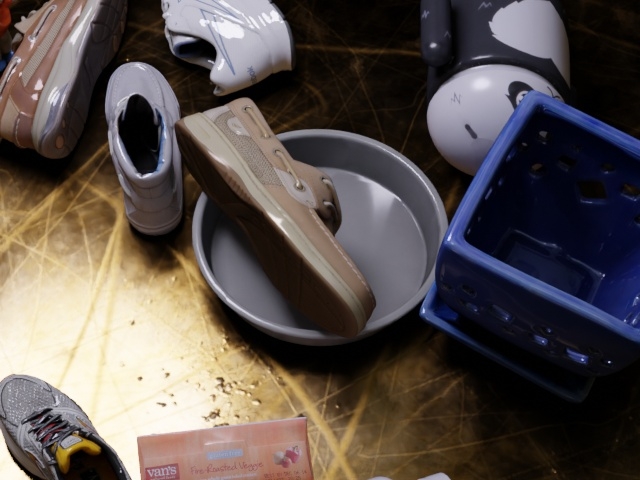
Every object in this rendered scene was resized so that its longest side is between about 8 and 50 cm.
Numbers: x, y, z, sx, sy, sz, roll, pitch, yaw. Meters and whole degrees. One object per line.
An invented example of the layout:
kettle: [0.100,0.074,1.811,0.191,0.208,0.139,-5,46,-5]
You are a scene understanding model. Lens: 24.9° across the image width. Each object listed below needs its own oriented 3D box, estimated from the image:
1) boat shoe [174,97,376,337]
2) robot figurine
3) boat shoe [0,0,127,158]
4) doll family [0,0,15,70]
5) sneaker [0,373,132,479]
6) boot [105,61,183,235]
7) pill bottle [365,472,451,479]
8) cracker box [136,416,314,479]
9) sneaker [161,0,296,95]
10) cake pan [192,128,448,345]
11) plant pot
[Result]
boat shoe: [-0.032,-0.039,1.589,0.110,0.121,0.341,-29,59,-19]
robot figurine: [0.217,-0.206,1.748,0.209,0.173,0.278,6,55,2]
boat shoe: [-0.324,-0.248,1.795,0.116,0.123,0.324,11,54,8]
doll family: [-0.480,-0.238,1.751,0.118,0.163,0.263,27,58,16]
sneaker: [-0.254,0.212,1.489,0.088,0.092,0.225,-37,63,-24]
boot: [-0.207,-0.141,1.718,0.095,0.123,0.258,-10,56,-9]
pill bottle: [0.032,0.303,1.416,0.221,0.124,0.124,-18,58,-13]
cracker box: [-0.093,0.225,1.398,0.156,0.232,0.067,-6,74,-5]
sneaker: [-0.157,-0.304,1.849,0.129,0.111,0.297,-33,61,-16]
cake pan: [0.000,0.000,1.670,0.293,0.054,0.293,1,55,-1]
plant pot: [0.252,0.021,1.556,0.236,0.212,0.236,28,58,5]
